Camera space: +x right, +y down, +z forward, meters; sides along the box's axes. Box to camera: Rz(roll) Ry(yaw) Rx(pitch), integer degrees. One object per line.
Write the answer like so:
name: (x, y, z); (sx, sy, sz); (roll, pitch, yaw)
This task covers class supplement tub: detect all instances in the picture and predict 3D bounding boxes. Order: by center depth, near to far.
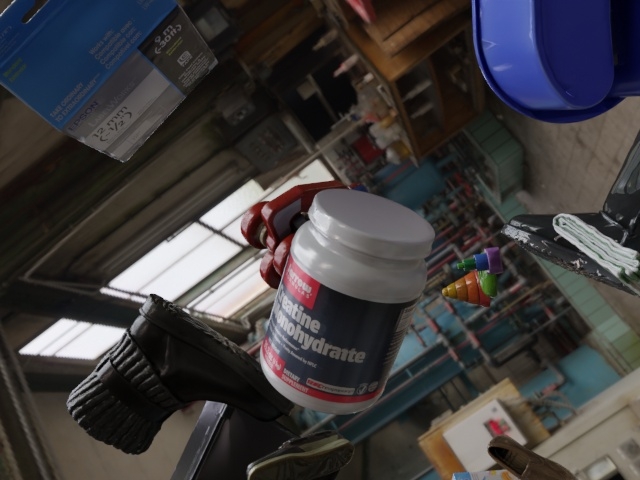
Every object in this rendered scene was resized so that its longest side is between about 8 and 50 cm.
supplement tub: (0.035, 0.084, 0.869); (0.191, 0.272, 0.191); (14, -158, -6)

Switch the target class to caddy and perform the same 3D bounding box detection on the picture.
caddy: (0.292, -0.295, 0.678); (0.179, 0.242, 0.341); (-113, 15, -71)

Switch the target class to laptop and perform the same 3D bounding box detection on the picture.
laptop: (-0.175, 0.529, 1.402); (0.237, 0.381, 0.408); (25, -175, -13)

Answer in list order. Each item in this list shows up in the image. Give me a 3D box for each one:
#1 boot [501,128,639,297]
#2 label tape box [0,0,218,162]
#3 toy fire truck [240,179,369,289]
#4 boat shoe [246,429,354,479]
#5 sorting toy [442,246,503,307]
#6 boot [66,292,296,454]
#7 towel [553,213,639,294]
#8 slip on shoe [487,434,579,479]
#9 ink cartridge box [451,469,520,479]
boot: (0.645, -0.135, 1.322); (0.367, 0.445, 0.146); (28, -178, 39)
label tape box: (-0.312, -0.269, 0.929); (0.115, 0.249, 0.348); (44, 180, 4)
toy fire truck: (0.000, 0.000, 1.269); (0.169, 0.254, 0.302); (40, 157, 43)
boat shoe: (-0.044, 0.411, 1.171); (0.073, 0.224, 0.080); (33, 122, 52)
sorting toy: (0.396, 0.103, 1.661); (0.365, 0.126, 0.127); (67, -165, -71)
boot: (-0.246, 0.288, 1.117); (0.348, 0.260, 0.131); (33, 175, 4)
towel: (0.266, 0.037, 0.501); (0.152, 0.023, 0.113); (33, -165, -18)
slip on shoe: (0.298, 0.322, 0.874); (0.135, 0.051, 0.041); (32, -166, 33)
ink cartridge box: (0.302, 0.457, 1.064); (0.092, 0.143, 0.089); (-99, 7, -54)
